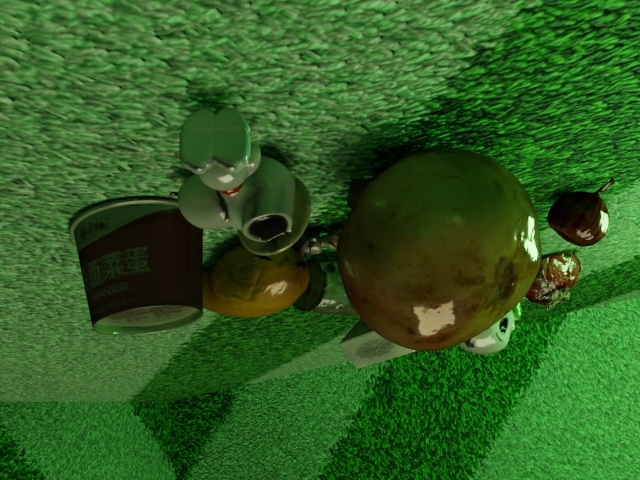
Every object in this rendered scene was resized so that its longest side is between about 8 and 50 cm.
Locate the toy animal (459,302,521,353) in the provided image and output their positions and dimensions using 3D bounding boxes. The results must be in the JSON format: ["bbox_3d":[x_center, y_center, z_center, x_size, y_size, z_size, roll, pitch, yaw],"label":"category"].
[{"bbox_3d":[0.480,0.197,1.647,0.212,0.267,0.213,-11,156,-5],"label":"toy animal"}]

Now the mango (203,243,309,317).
[{"bbox_3d":[-0.150,0.090,1.201,0.186,0.144,0.359,21,154,-27],"label":"mango"}]

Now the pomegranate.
[{"bbox_3d":[0.171,0.003,0.901,0.337,0.339,0.338,-9,161,-3],"label":"pomegranate"}]

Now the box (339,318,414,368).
[{"bbox_3d":[0.222,0.195,1.513,0.210,0.095,0.330,-30,-172,43],"label":"box"}]

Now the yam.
[{"bbox_3d":[0.063,0.116,1.383,0.254,0.154,0.154,7,154,-32],"label":"yam"}]

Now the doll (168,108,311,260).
[{"bbox_3d":[-0.099,-0.068,0.774,0.207,0.144,0.271,6,161,-17],"label":"doll"}]

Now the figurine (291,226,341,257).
[{"bbox_3d":[0.000,0.000,1.164,0.129,0.054,0.072,-14,176,-11],"label":"figurine"}]

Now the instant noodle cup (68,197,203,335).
[{"bbox_3d":[-0.300,0.053,0.955,0.234,0.179,0.235,-11,160,-4],"label":"instant noodle cup"}]

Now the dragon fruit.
[{"bbox_3d":[0.727,0.139,1.775,0.223,0.148,0.218,-17,159,17],"label":"dragon fruit"}]

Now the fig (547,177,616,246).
[{"bbox_3d":[0.559,-0.060,1.206,0.128,0.151,0.128,0,-166,0],"label":"fig"}]
